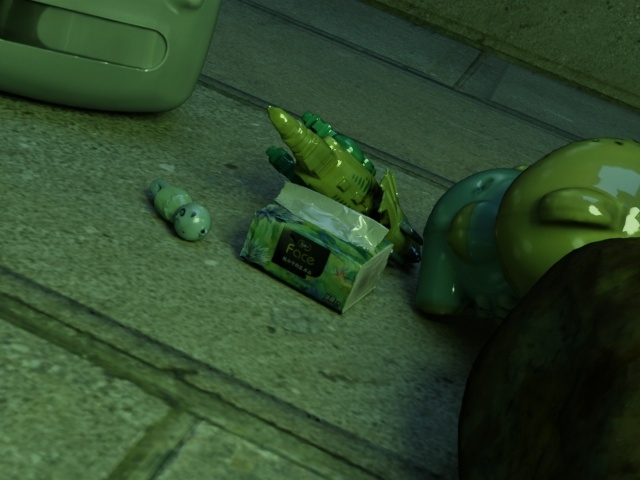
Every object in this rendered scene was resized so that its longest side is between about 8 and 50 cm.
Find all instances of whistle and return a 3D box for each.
[{"bbox_3d":[-0.131,-0.030,0.787,0.035,0.035,0.100,-1,30,-41],"label":"whistle"}]

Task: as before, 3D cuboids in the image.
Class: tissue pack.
[{"bbox_3d":[-0.276,-0.267,0.932,0.332,0.230,0.236,8,26,-26],"label":"tissue pack"},{"bbox_3d":[0.001,0.000,0.774,0.111,0.079,0.085,28,25,16],"label":"tissue pack"}]

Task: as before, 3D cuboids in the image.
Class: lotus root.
[{"bbox_3d":[0.193,0.135,0.459,0.250,0.251,0.346,19,22,-4],"label":"lotus root"}]

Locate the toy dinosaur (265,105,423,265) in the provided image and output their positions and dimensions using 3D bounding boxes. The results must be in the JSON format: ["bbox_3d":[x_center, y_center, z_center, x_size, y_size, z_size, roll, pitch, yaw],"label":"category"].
[{"bbox_3d":[0.007,-0.069,0.845,0.259,0.094,0.153,42,1,-43],"label":"toy dinosaur"}]

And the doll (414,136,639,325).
[{"bbox_3d":[0.207,0.003,0.721,0.177,0.162,0.260,14,-8,-17],"label":"doll"}]
